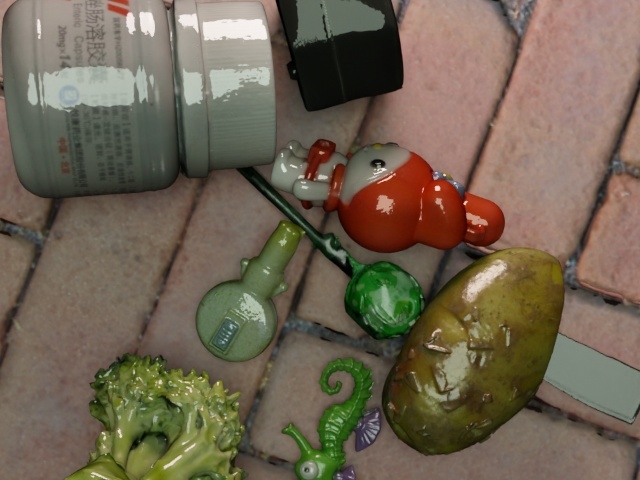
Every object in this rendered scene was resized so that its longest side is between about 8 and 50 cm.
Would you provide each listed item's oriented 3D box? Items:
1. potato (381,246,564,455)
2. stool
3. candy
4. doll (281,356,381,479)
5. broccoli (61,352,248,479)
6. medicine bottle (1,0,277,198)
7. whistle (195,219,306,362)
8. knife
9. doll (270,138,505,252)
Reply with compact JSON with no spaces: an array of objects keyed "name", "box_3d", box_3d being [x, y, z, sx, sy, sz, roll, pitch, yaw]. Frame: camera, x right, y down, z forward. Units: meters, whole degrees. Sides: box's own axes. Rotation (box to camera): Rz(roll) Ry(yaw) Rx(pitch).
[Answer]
[{"name":"potato","box_3d":[0.197,0.136,1.532,0.176,0.141,0.298,39,89,-30]},{"name":"stool","box_3d":[0.013,-0.280,1.518,0.141,0.232,0.232,-15,88,1]},{"name":"candy","box_3d":[0.002,-0.002,1.580,0.323,0.097,0.097,44,88,9]},{"name":"doll","box_3d":[0.015,0.241,1.576,0.115,0.050,0.190,26,86,-6]},{"name":"broccoli","box_3d":[-0.206,0.272,1.411,0.275,0.397,0.353,-17,49,-3]},{"name":"medicine bottle","box_3d":[-0.214,-0.180,1.494,0.306,0.245,0.245,-5,88,-8]},{"name":"whistle","box_3d":[-0.083,0.064,1.558,0.104,0.057,0.198,34,105,5]},{"name":"knife","box_3d":[0.393,0.196,1.600,0.245,0.019,0.072,24,91,3]},{"name":"doll","box_3d":[0.085,-0.052,1.538,0.290,0.161,0.130,18,111,9]}]
